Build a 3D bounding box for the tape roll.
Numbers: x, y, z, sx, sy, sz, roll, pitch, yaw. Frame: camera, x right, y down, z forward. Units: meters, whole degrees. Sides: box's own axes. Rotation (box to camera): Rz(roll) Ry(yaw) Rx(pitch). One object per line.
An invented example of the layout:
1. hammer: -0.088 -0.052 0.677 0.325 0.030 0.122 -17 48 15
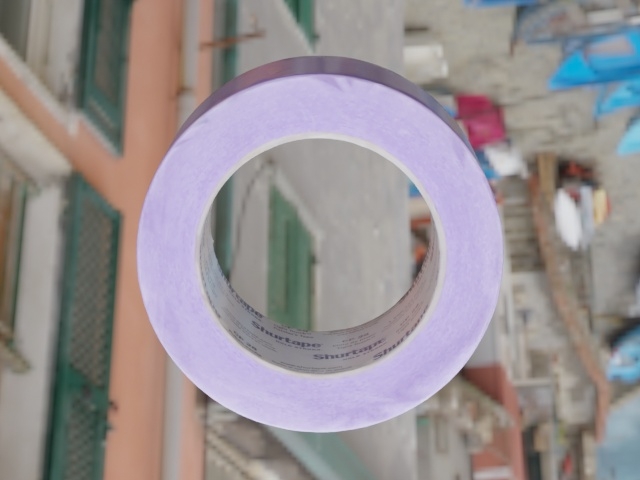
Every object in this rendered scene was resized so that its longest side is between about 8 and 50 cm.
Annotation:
1. tape roll: 0.000 0.000 0.861 0.189 0.189 0.080 0 -166 0
